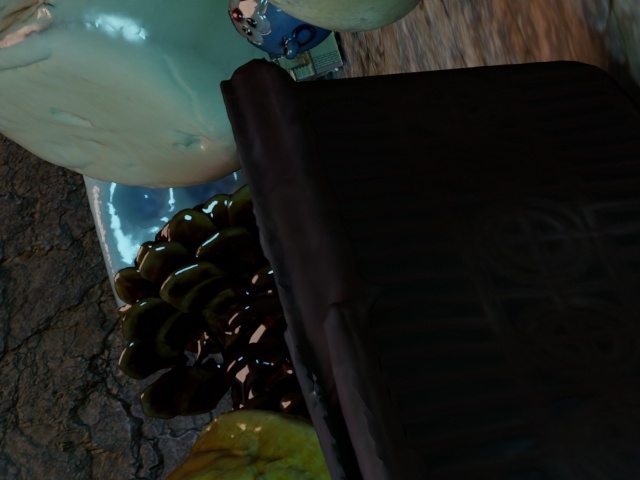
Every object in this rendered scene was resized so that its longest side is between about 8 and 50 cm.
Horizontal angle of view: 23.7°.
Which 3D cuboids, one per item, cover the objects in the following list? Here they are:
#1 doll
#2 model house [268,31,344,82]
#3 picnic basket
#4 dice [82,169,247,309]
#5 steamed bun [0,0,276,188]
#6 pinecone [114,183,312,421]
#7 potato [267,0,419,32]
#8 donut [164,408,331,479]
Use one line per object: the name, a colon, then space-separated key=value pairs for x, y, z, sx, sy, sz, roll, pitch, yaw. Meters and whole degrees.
doll: x=-0.028 y=-0.201 z=1.142 sx=0.114 sy=0.085 sz=0.152 roll=126 pitch=143 yaw=-60
model house: x=-0.014 y=-0.161 z=1.263 sx=0.083 sy=0.057 sz=0.058 roll=-139 pitch=30 yaw=-86
picnic basket: x=0.068 y=0.072 z=0.460 sx=0.297 sy=0.129 sz=0.222 roll=-109 pitch=4 yaw=-53
dice: x=-0.134 y=-0.039 z=1.826 sx=0.262 sy=0.268 sz=0.265 roll=-128 pitch=25 yaw=-80
steamed bun: x=-0.174 y=-0.200 z=1.401 sx=0.312 sy=0.333 sz=0.233 roll=43 pitch=-122 yaw=-50
pinecone: x=-0.033 y=0.094 z=1.198 sx=0.246 sy=0.246 sz=0.292 roll=80 pitch=165 yaw=-48
potato: x=0.005 y=-0.160 z=0.687 sx=0.112 sy=0.112 sz=0.147 roll=-110 pitch=14 yaw=-53
donut: x=-0.002 y=0.273 z=1.036 sx=0.330 sy=0.160 sz=0.330 roll=36 pitch=150 yaw=25
